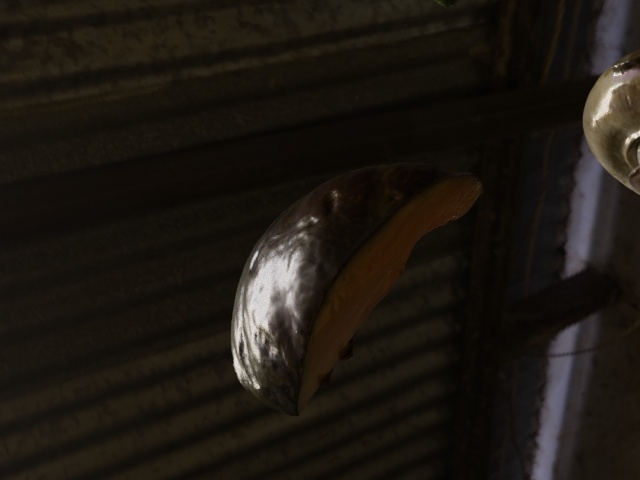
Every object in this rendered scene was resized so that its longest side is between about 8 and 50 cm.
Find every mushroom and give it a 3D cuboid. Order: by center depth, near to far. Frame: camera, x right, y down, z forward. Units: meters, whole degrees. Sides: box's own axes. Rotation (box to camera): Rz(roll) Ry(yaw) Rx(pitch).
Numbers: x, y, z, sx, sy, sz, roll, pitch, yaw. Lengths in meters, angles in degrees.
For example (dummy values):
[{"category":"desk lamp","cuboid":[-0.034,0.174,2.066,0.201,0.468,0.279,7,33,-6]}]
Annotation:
[{"category":"mushroom","cuboid":[0.450,-0.141,1.122,0.255,0.255,0.184,42,-113,-38]}]

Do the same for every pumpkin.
[{"category":"pumpkin","cuboid":[0.000,0.000,0.883,0.312,0.169,0.148,-47,-28,-11]}]

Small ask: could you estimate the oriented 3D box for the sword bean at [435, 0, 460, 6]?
[{"category":"sword bean","cuboid":[0.194,-0.333,0.879,0.043,0.038,0.269,23,-43,-16]}]
